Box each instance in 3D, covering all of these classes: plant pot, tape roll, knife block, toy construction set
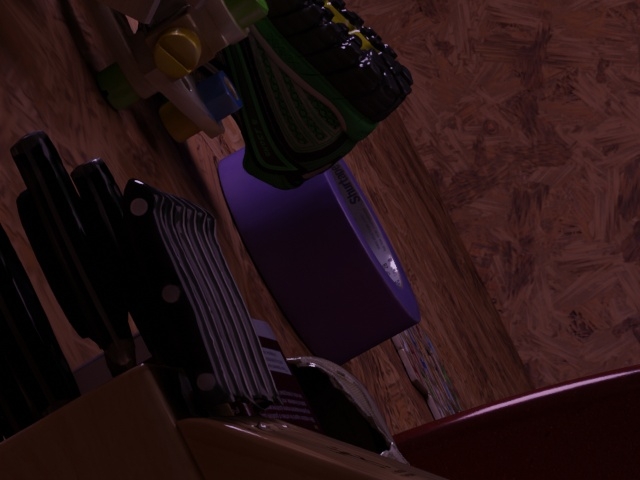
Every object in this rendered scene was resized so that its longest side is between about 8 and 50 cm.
[{"bbox_3d":[0.178,0.216,1.309,0.267,0.235,0.267,63,8,8],"label":"plant pot"},{"bbox_3d":[0.000,0.000,1.504,0.189,0.080,0.189,60,8,-15],"label":"tape roll"},{"bbox_3d":[-0.083,0.111,0.646,0.088,0.242,0.276,23,84,-76],"label":"knife block"},{"bbox_3d":[-0.123,-0.177,1.157,0.215,0.151,0.328,62,-3,5],"label":"toy construction set"}]

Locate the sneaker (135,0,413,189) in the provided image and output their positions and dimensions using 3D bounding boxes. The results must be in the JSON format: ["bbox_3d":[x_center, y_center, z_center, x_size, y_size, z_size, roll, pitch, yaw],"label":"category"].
[{"bbox_3d":[-0.099,-0.179,1.377,0.343,0.146,0.134,48,16,16],"label":"sneaker"}]

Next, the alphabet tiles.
[{"bbox_3d":[0.113,0.139,1.999,0.198,0.009,0.237,66,9,31],"label":"alphabet tiles"}]

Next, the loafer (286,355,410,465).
[{"bbox_3d":[0.026,0.169,1.034,0.268,0.102,0.092,55,5,31],"label":"loafer"}]

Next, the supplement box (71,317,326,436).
[{"bbox_3d":[-0.016,0.153,0.881,0.239,0.073,0.130,62,9,12],"label":"supplement box"}]
